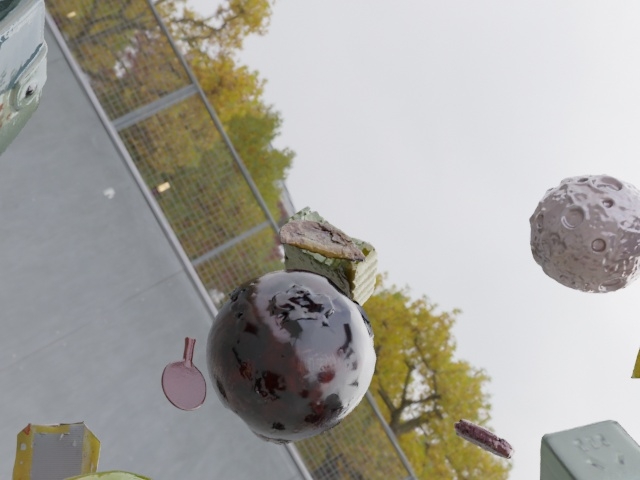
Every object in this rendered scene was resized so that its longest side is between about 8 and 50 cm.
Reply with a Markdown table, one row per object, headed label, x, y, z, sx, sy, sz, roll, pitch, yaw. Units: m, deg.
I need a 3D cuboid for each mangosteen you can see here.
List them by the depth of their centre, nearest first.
| label | x | y | z | sx | sy | sz | roll | pitch | yaw |
| --- | --- | --- | --- | --- | --- | --- | --- | --- | --- |
| mangosteen | -0.058 | 0.257 | 1.617 | 0.381 | 0.381 | 0.421 | 54 | -6 | 24 |

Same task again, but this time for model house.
| label | x | y | z | sx | sy | sz | roll | pitch | yaw |
| --- | --- | --- | --- | --- | --- | --- | --- | --- | --- |
| model house | -0.656 | 0.567 | 1.829 | 0.136 | 0.208 | 0.219 | 132 | -42 | -78 |

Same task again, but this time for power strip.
| label | x | y | z | sx | sy | sz | roll | pitch | yaw |
| --- | --- | --- | --- | --- | --- | --- | --- | --- | --- |
| power strip | 0.440 | 0.422 | 1.146 | 0.140 | 0.139 | 0.224 | -121 | -158 | -63 |

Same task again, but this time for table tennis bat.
| label | x | y | z | sx | sy | sz | roll | pitch | yaw |
| --- | --- | --- | --- | --- | --- | --- | --- | --- | --- |
| table tennis bat | -0.256 | 0.252 | 1.376 | 0.098 | 0.019 | 0.154 | 29 | 41 | -29 |

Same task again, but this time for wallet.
| label | x | y | z | sx | sy | sz | roll | pitch | yaw |
| --- | --- | --- | --- | --- | --- | --- | --- | --- | --- |
| wallet | -0.526 | -0.227 | 1.134 | 0.083 | 0.252 | 0.360 | 36 | -30 | -3 |

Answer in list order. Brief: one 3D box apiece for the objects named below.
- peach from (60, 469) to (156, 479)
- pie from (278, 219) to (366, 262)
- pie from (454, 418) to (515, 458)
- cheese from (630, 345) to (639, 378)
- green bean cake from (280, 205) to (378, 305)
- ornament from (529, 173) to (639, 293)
| label | x | y | z | sx | sy | sz | roll | pitch | yaw |
| --- | --- | --- | --- | --- | --- | --- | --- | --- | --- |
| peach | -0.271 | 0.472 | 0.948 | 0.282 | 0.314 | 0.315 | -9 | -97 | 47 |
| pie | -0.002 | -0.002 | 1.416 | 0.033 | 0.191 | 0.088 | -53 | -146 | 38 |
| pie | 0.364 | 0.445 | 1.613 | 0.154 | 0.038 | 0.153 | 27 | -15 | 8 |
| cheese | 0.670 | 0.218 | 1.382 | 0.093 | 0.171 | 0.126 | -3 | -62 | 47 |
| green bean cake | 0.026 | 0.043 | 1.785 | 0.236 | 0.124 | 0.233 | 32 | -30 | 25 |
| ornament | 0.568 | -0.022 | 1.504 | 0.259 | 0.259 | 0.225 | 45 | -38 | 44 |
